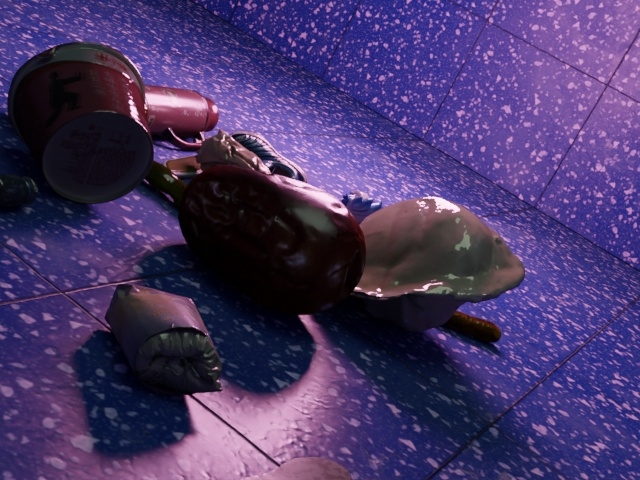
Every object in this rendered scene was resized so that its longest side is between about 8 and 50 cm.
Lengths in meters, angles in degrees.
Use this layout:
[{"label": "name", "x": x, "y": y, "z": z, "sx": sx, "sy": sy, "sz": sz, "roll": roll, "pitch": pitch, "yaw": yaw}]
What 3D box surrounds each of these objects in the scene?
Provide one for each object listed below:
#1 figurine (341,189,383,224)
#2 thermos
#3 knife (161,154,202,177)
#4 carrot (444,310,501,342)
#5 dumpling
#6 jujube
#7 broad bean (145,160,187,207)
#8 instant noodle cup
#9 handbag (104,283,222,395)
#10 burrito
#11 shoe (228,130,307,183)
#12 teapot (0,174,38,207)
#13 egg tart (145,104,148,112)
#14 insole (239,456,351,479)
[{"label": "figurine", "x": 0.098, "y": -0.074, "z": 2.191, "sx": 0.114, "sy": 0.079, "sz": 0.114, "roll": 0, "pitch": -19, "yaw": 0}, {"label": "thermos", "x": -0.317, "y": -0.273, "z": 2.083, "sx": 0.136, "sy": 0.109, "sz": 0.330, "roll": 34, "pitch": 18, "yaw": 20}, {"label": "knife", "x": -0.251, "y": -0.162, "z": 2.007, "sx": 0.061, "sy": 0.027, "sz": 0.343, "roll": 35, "pitch": 18, "yaw": 10}, {"label": "carrot", "x": 0.275, "y": 0.158, "z": 1.860, "sx": 0.171, "sy": 0.042, "sz": 0.042, "roll": 21, "pitch": 18, "yaw": -15}, {"label": "dumpling", "x": 0.144, "y": 0.043, "z": 1.697, "sx": 0.395, "sy": 0.233, "sz": 0.316, "roll": 10, "pitch": 14, "yaw": 29}, {"label": "jujube", "x": -0.079, "y": -0.007, "z": 1.549, "sx": 0.318, "sy": 0.223, "sz": 0.223, "roll": 27, "pitch": 15, "yaw": 25}, {"label": "broad bean", "x": -0.303, "y": -0.117, "z": 1.766, "sx": 0.255, "sy": 0.046, "sz": 0.065, "roll": 35, "pitch": 32, "yaw": 20}, {"label": "instant noodle cup", "x": -0.383, "y": -0.181, "z": 1.566, "sx": 0.235, "sy": 0.234, "sz": 0.178, "roll": 15, "pitch": 32, "yaw": -36}, {"label": "handbag", "x": -0.189, "y": 0.120, "z": 1.181, "sx": 0.117, "sy": 0.095, "sz": 0.173, "roll": 13, "pitch": 19, "yaw": -31}, {"label": "burrito", "x": -0.142, "y": -0.100, "z": 1.842, "sx": 0.076, "sy": 0.117, "sz": 0.392, "roll": 28, "pitch": 12, "yaw": -43}, {"label": "shoe", "x": -0.123, "y": -0.161, "z": 2.077, "sx": 0.207, "sy": 0.091, "sz": 0.106, "roll": 34, "pitch": 14, "yaw": -1}, {"label": "teapot", "x": -0.464, "y": -0.069, "z": 1.400, "sx": 0.083, "sy": 0.064, "sz": 0.049, "roll": -4, "pitch": 67, "yaw": -64}, {"label": "egg tart", "x": -0.439, "y": -0.233, "z": 1.749, "sx": 0.232, "sy": 0.098, "sz": 0.252, "roll": 8, "pitch": 4, "yaw": 18}, {"label": "insole", "x": -0.028, "y": 0.280, "z": 1.104, "sx": 0.065, "sy": 0.006, "sz": 0.193, "roll": 38, "pitch": 20, "yaw": 30}]
